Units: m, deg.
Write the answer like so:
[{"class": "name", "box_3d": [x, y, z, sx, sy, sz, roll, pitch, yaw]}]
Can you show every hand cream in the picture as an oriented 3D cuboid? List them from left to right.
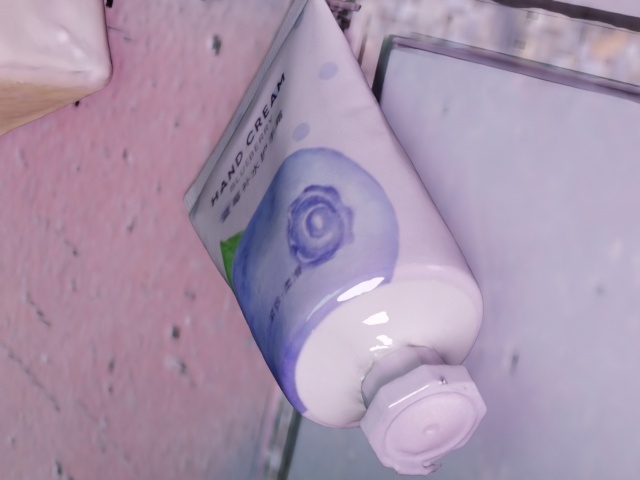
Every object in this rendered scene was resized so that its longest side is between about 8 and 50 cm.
[{"class": "hand cream", "box_3d": [0.000, 0.000, 0.398, 0.084, 0.053, 0.142, -58, 41, 27]}]

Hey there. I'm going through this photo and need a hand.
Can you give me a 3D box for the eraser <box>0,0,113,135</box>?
[{"class": "eraser", "box_3d": [-0.233, -0.052, 0.565, 0.343, 0.144, 0.078, -16, 78, 43]}]
